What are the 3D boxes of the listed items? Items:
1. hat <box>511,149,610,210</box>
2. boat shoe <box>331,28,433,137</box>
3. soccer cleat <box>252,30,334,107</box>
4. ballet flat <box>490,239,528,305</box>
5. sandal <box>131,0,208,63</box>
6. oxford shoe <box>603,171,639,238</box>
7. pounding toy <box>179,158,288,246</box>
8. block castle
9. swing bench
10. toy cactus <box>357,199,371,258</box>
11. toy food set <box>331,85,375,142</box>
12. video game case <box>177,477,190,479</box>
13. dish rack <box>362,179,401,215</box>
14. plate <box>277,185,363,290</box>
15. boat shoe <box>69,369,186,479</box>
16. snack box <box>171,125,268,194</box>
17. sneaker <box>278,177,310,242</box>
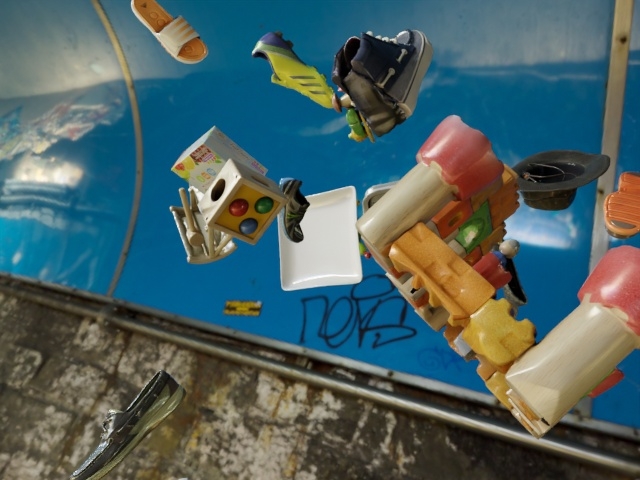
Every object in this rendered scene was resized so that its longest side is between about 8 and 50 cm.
[{"bbox_3d":[0.735,-0.170,1.624,0.331,0.331,0.134,1,-61,39],"label":"hat"},{"bbox_3d":[0.125,-0.367,1.028,0.127,0.341,0.158,-28,-58,36],"label":"boat shoe"},{"bbox_3d":[-0.076,-0.477,1.510,0.289,0.121,0.093,44,-8,-2],"label":"soccer cleat"},{"bbox_3d":[0.405,0.059,1.115,0.049,0.057,0.173,-11,-77,65],"label":"ballet flat"},{"bbox_3d":[-0.452,-0.635,1.534,0.265,0.102,0.076,40,-17,-9],"label":"sandal"},{"bbox_3d":[0.855,-0.070,1.431,0.129,0.363,0.133,22,-53,30],"label":"oxford shoe"},{"bbox_3d":[-0.204,-0.055,1.074,0.181,0.206,0.094,25,20,-41],"label":"pounding toy"},{"bbox_3d":[0.249,0.064,0.655,0.303,0.213,0.453,48,0,30],"label":"block castle"},{"bbox_3d":[-0.358,-0.099,1.686,0.165,0.253,0.255,-1,-42,-35],"label":"swing bench"},{"bbox_3d":[0.096,-0.053,1.667,0.219,0.112,0.180,60,-5,-22],"label":"toy cactus"},{"bbox_3d":[0.076,-0.342,1.334,0.071,0.128,0.218,-17,-58,14],"label":"toy food set"},{"bbox_3d":[-0.356,0.876,1.453,0.036,0.329,0.300,-7,-36,-5],"label":"video game case"},{"bbox_3d":[0.310,-0.126,1.837,0.332,0.072,0.286,-11,-37,0],"label":"dish rack"},{"bbox_3d":[0.000,0.000,1.526,0.277,0.278,0.045,-9,-11,30],"label":"plate"},{"bbox_3d":[-0.329,0.310,0.867,0.073,0.223,0.080,53,-36,-7],"label":"boat shoe"},{"bbox_3d":[-0.263,-0.182,1.335,0.174,0.070,0.207,39,-31,-24],"label":"snack box"},{"bbox_3d":[-0.065,-0.075,1.364,0.078,0.067,0.188,-1,-62,10],"label":"sneaker"}]
